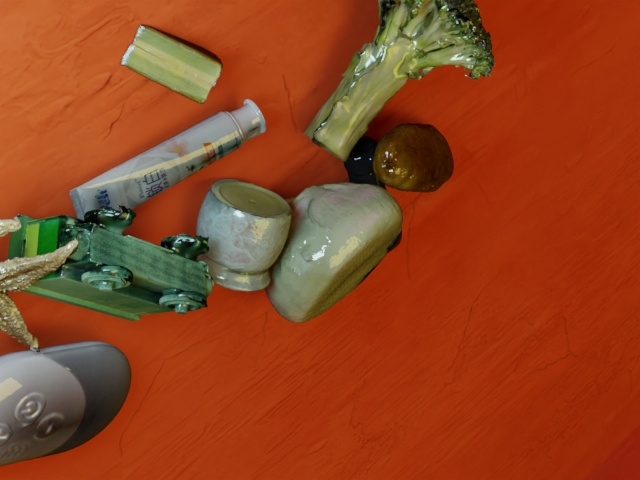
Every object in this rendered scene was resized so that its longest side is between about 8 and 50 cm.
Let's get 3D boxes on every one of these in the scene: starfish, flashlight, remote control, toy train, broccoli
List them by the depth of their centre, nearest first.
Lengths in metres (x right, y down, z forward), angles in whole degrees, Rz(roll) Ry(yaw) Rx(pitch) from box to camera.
[{"bbox_3d":[-0.471,0.064,1.833,0.299,0.060,0.302,-5,142,-4],"label":"starfish"},{"bbox_3d":[-0.298,0.037,1.941,0.301,0.202,0.120,22,66,-52],"label":"toy train"},{"bbox_3d":[-0.432,0.250,2.029,0.332,0.103,0.221,-8,135,-46],"label":"remote control"},{"bbox_3d":[0.127,-0.283,2.189,0.252,0.221,0.361,-2,129,-39],"label":"broccoli"},{"bbox_3d":[0.086,-0.081,2.375,0.093,0.093,0.232,-38,134,-22],"label":"flashlight"}]

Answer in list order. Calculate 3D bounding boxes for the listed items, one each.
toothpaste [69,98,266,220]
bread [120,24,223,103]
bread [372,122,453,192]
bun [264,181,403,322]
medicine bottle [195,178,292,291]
[{"bbox_3d":[-0.231,-0.117,2.020,0.323,0.066,0.100,-31,143,-19],"label":"toothpaste"},{"bbox_3d":[-0.223,-0.265,1.957,0.139,0.084,0.074,23,100,-21],"label":"bread"},{"bbox_3d":[0.152,-0.139,2.314,0.344,0.084,0.124,-13,88,-68],"label":"bread"},{"bbox_3d":[0.000,0.000,2.266,0.283,0.179,0.283,-41,166,-12],"label":"bun"},{"bbox_3d":[-0.130,-0.007,2.137,0.147,0.147,0.143,-6,124,-45],"label":"medicine bottle"}]
